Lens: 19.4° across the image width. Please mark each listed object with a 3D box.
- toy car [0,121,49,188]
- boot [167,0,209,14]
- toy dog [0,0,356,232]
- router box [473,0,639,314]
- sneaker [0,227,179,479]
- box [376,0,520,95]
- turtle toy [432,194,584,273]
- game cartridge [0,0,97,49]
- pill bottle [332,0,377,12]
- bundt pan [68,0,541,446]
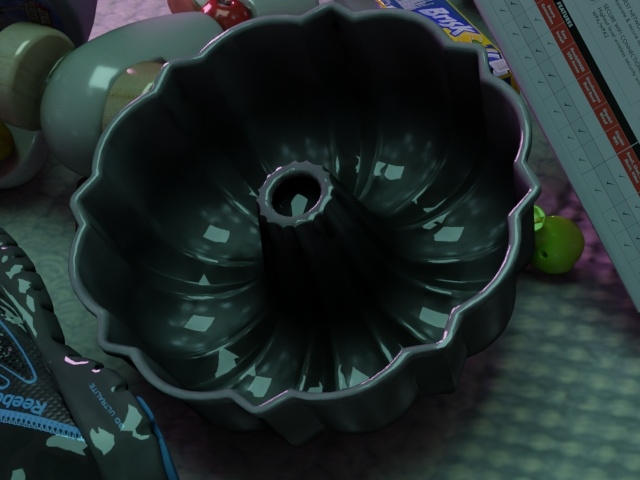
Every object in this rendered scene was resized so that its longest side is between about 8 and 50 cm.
[{"bbox_3d":[-0.321,-0.100,1.521,0.136,0.159,0.182,-46,43,10],"label":"toy car"},{"bbox_3d":[-0.075,-0.206,1.691,0.087,0.042,0.118,-19,41,-26],"label":"boot"},{"bbox_3d":[-0.114,-0.107,1.513,0.334,0.161,0.220,-13,33,-33],"label":"toy dog"},{"bbox_3d":[0.279,-0.162,1.282,0.301,0.335,0.082,-31,-11,26],"label":"router box"},{"bbox_3d":[-0.230,0.093,1.259,0.140,0.125,0.341,-29,41,-18],"label":"sneaker"},{"bbox_3d":[0.106,-0.153,1.578,0.054,0.059,0.169,-19,40,-15],"label":"box"},{"bbox_3d":[0.130,-0.006,1.383,0.130,0.066,0.095,8,63,12],"label":"turtle toy"},{"bbox_3d":[-0.283,-0.213,1.533,0.198,0.297,0.062,16,78,0],"label":"game cartridge"},{"bbox_3d":[0.074,-0.264,1.701,0.086,0.086,0.152,14,43,24],"label":"pill bottle"},{"bbox_3d":[0.000,0.000,1.296,0.331,0.124,0.330,-9,55,13],"label":"bundt pan"}]
